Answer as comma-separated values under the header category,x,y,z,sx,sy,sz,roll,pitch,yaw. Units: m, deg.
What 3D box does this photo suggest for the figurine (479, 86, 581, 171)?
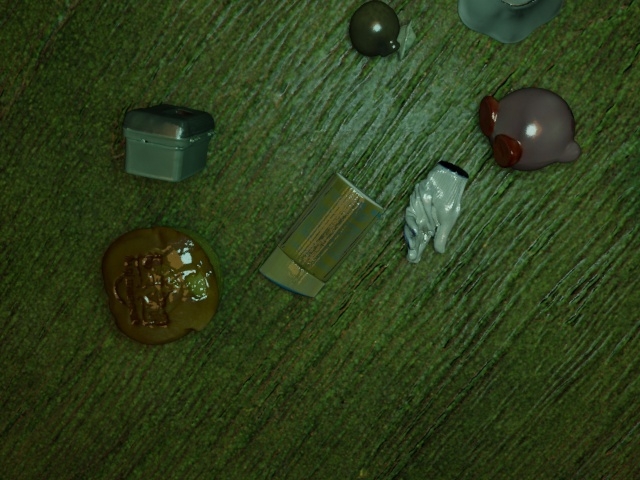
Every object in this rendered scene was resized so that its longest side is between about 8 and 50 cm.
category,x,y,z,sx,sy,sz,roll,pitch,yaw
figurine,0.421,-0.222,1.143,0.173,0.173,0.173,1,100,4

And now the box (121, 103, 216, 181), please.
category,x,y,z,sx,sy,sz,roll,pitch,yaw
box,-0.311,-0.205,1.182,0.148,0.210,0.129,11,108,4

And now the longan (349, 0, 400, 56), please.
category,x,y,z,sx,sy,sz,roll,pitch,yaw
longan,0.113,-0.424,1.161,0.106,0.106,0.119,-39,81,10

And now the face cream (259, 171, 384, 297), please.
category,x,y,z,sx,sy,sz,roll,pitch,yaw
face cream,0.000,0.000,1.263,0.139,0.067,0.285,39,100,-2

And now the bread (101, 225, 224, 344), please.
category,x,y,z,sx,sy,sz,roll,pitch,yaw
bread,-0.347,0.095,1.266,0.270,0.148,0.269,1,99,4

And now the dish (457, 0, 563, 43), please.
category,x,y,z,sx,sy,sz,roll,pitch,yaw
dish,0.385,-0.514,1.135,0.230,0.081,0.229,1,100,5

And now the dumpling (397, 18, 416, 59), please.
category,x,y,z,sx,sy,sz,roll,pitch,yaw
dumpling,0.175,-0.418,1.180,0.043,0.059,0.077,36,104,-13

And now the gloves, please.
category,x,y,z,sx,sy,sz,roll,pitch,yaw
gloves,0.239,-0.057,1.221,0.119,0.097,0.229,25,96,4
